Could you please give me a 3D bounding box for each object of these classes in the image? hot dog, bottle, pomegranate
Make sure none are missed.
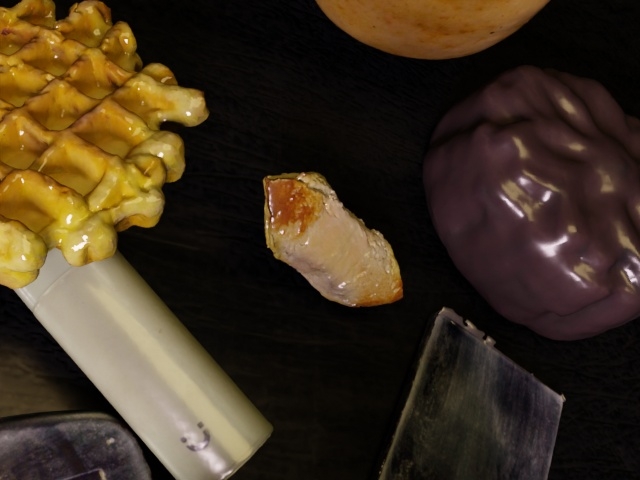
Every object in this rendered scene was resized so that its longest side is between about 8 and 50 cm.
[{"bbox_3d":[0.000,-0.001,0.686,0.078,0.061,0.169,-49,120,-8],"label":"hot dog"},{"bbox_3d":[-0.123,0.077,0.557,0.201,0.072,0.072,48,51,2],"label":"bottle"},{"bbox_3d":[0.100,-0.321,0.773,0.307,0.307,0.307,14,59,-25],"label":"pomegranate"}]

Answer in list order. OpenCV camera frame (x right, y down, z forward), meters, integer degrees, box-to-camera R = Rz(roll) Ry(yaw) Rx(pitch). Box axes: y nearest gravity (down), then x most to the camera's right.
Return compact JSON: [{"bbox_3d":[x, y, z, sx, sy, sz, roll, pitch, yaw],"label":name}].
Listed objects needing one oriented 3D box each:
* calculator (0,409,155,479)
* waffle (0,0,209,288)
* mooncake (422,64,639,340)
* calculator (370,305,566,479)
[{"bbox_3d":[-0.200,0.195,0.477,0.268,0.040,0.177,-10,72,-41],"label":"calculator"},{"bbox_3d":[-0.229,-0.073,0.541,0.309,0.065,0.283,-7,50,-20],"label":"waffle"},{"bbox_3d":[0.244,-0.048,0.816,0.283,0.141,0.283,16,56,-26],"label":"mooncake"},{"bbox_3d":[0.121,0.197,0.684,0.161,0.021,0.262,37,52,-11],"label":"calculator"}]
